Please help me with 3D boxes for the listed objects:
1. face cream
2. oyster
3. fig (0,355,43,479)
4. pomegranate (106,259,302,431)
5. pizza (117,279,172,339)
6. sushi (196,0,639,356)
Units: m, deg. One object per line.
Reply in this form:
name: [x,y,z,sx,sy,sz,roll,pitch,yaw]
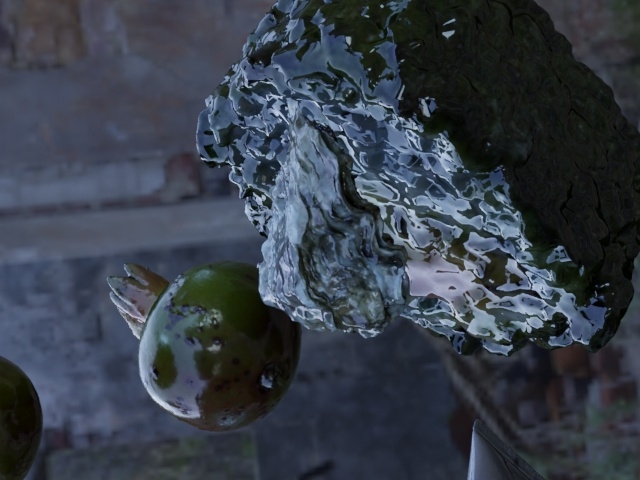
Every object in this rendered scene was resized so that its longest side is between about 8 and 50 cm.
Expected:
face cream: [0.196,0.333,1.619,0.089,0.143,0.314,-37,19,35]
oyster: [0.000,0.000,0.844,0.177,0.064,0.125,87,162,-48]
fig: [-0.301,0.161,1.349,0.186,0.142,0.148,-20,-75,-67]
pomegranate: [-0.111,0.088,1.416,0.205,0.159,0.159,31,145,25]
pizza: [-0.149,0.125,1.905,0.127,0.246,0.058,-63,-6,33]
sushi: [0.080,-0.064,1.223,0.294,0.352,0.178,-17,35,49]
